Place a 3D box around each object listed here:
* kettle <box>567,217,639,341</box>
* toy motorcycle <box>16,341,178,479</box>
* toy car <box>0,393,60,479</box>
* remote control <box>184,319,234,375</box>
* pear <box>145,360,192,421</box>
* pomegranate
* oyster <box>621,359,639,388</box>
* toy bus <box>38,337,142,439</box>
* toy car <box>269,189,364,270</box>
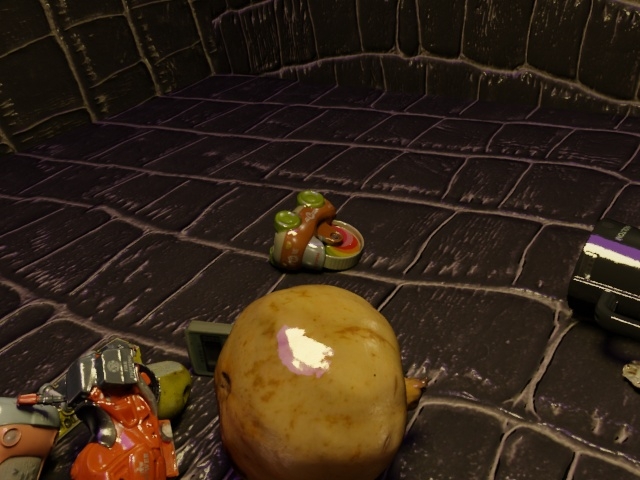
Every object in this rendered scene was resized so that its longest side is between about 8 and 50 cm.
[{"bbox_3d":[0.657,0.094,1.095,0.308,0.203,0.262,24,9,35],"label":"kettle"},{"bbox_3d":[-0.323,0.316,0.857,0.221,0.148,0.325,13,47,-44],"label":"toy motorcycle"},{"bbox_3d":[-0.562,0.348,0.905,0.271,0.180,0.212,-8,68,8],"label":"toy car"},{"bbox_3d":[-0.121,0.222,1.110,0.286,0.123,0.038,5,32,14],"label":"remote control"},{"bbox_3d":[-0.304,0.286,1.047,0.141,0.103,0.141,-5,5,0],"label":"pear"},{"bbox_3d":[0.006,0.239,0.894,0.343,0.342,0.342,-4,31,2],"label":"pomegranate"},{"bbox_3d":[0.638,0.236,1.028,0.166,0.053,0.108,-19,7,-7],"label":"oyster"},{"bbox_3d":[-0.454,0.279,1.111,0.081,0.074,0.226,14,35,27],"label":"toy bus"},{"bbox_3d":[0.000,0.000,1.464,0.235,0.145,0.235,7,40,-6],"label":"toy car"}]
